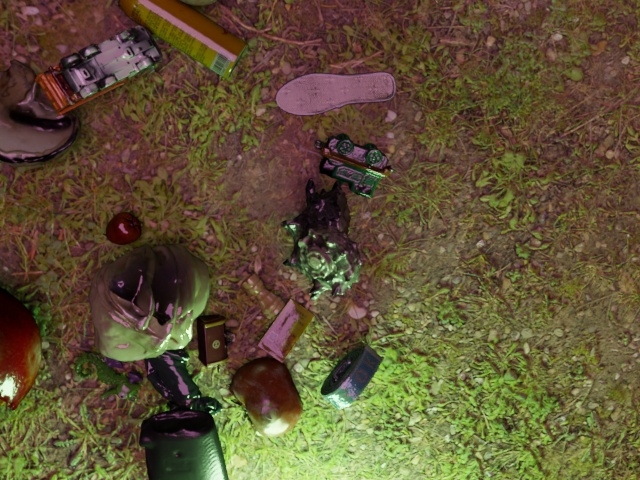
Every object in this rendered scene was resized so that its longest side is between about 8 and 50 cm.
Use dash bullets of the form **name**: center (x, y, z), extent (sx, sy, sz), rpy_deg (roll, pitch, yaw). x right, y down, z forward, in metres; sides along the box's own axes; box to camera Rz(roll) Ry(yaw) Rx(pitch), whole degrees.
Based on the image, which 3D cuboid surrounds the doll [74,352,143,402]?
- **doll**: center (-0.557, 0.361, 1.733), extent (0.190, 0.050, 0.115), rpy_deg (42, 85, -11)

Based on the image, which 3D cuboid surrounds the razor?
- **razor**: center (-0.348, 0.594, 1.717), extent (0.204, 0.113, 0.349), rpy_deg (-5, 122, 0)

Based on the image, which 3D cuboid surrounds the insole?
- **insole**: center (0.042, -0.388, 1.719), extent (0.322, 0.007, 0.109), rpy_deg (-7, 101, -6)

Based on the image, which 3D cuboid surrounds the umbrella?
- **umbrella**: center (-0.389, 0.342, 1.731), extent (0.143, 0.094, 0.348), rpy_deg (-28, 100, 2)

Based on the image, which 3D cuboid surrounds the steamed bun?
- **steamed bun**: center (-0.415, 0.132, 1.596), extent (0.275, 0.206, 0.320), rpy_deg (25, 57, 0)

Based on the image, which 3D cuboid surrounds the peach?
- **peach**: center (-0.856, 0.228, 1.527), extent (0.406, 0.335, 0.310), rpy_deg (16, 76, -5)

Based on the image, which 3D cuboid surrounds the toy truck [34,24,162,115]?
- **toy truck**: center (-0.512, -0.400, 1.543), extent (0.270, 0.135, 0.114), rpy_deg (-37, 107, -28)

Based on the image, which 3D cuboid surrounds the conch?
- **conch**: center (0.012, 0.001, 1.663), extent (0.186, 0.241, 0.313), rpy_deg (4, 89, -24)

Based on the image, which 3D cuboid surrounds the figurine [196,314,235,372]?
- **figurine**: center (-0.274, 0.274, 1.754), extent (0.098, 0.082, 0.154), rpy_deg (-9, 101, -26)

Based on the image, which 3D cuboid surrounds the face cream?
- **face cream**: center (-0.351, -0.527, 1.589), extent (0.349, 0.105, 0.105), rpy_deg (30, 94, -11)

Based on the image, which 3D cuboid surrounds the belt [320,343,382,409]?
- **belt**: center (0.074, 0.370, 1.779), extent (0.082, 0.148, 0.163), rpy_deg (45, 47, -10)

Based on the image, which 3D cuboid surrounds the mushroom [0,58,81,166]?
- **mushroom**: center (-0.743, -0.303, 1.566), extent (0.344, 0.130, 0.247), rpy_deg (22, 70, -14)

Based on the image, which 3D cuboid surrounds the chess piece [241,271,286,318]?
- **chess piece**: center (-0.153, 0.143, 1.752), extent (0.066, 0.066, 0.122), rpy_deg (-39, 96, -1)

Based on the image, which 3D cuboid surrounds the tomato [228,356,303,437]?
- **tomato**: center (-0.141, 0.432, 1.756), extent (0.181, 0.155, 0.214), rpy_deg (-30, 101, -6)

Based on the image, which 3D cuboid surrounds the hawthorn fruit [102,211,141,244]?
- **hawthorn fruit**: center (-0.504, -0.025, 1.669), extent (0.093, 0.081, 0.081), rpy_deg (-27, 104, 27)

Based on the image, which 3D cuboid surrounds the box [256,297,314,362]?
- **box**: center (-0.094, 0.242, 1.779), extent (0.089, 0.022, 0.156), rpy_deg (35, 81, -10)

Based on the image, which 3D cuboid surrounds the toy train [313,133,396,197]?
- **toy train**: center (0.084, -0.195, 1.715), extent (0.228, 0.091, 0.136), rpy_deg (16, 107, -10)

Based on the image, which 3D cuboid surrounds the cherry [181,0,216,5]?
- **cherry**: center (-0.270, -0.667, 1.523), extent (0.236, 0.213, 0.285), rpy_deg (-42, 90, -22)
